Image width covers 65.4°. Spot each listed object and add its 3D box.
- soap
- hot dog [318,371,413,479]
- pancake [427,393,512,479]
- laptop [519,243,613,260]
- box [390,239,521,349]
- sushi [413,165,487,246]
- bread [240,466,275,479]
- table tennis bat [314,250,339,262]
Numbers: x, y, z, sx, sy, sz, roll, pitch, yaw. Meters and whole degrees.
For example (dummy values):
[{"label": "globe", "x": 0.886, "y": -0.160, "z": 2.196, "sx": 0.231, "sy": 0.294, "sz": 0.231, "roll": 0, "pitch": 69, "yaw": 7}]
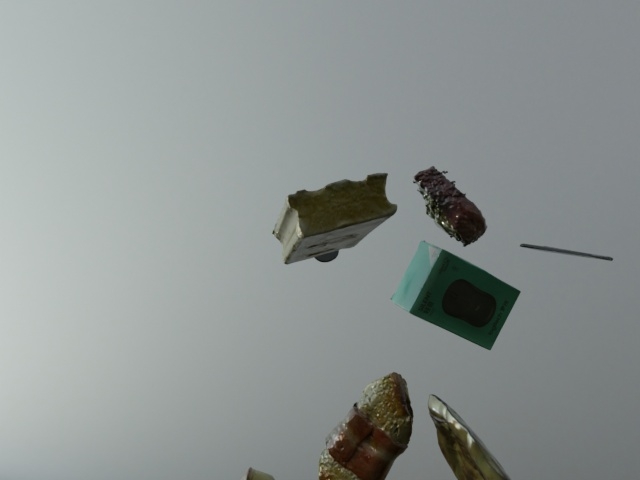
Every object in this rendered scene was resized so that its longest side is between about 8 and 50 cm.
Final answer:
[{"label": "soap", "x": 0.015, "y": -0.034, "z": 1.020, "sx": 0.199, "sy": 0.091, "sz": 0.315, "roll": -13, "pitch": -10, "yaw": -14}, {"label": "hot dog", "x": 0.083, "y": 0.355, "z": 0.874, "sx": 0.123, "sy": 0.261, "sz": 0.093, "roll": 38, "pitch": -1, "yaw": 23}, {"label": "pancake", "x": 0.181, "y": 0.264, "z": 0.531, "sx": 0.211, "sy": 0.029, "sz": 0.235, "roll": 60, "pitch": -8, "yaw": -1}, {"label": "laptop", "x": 0.654, "y": 0.029, "z": 1.335, "sx": 0.135, "sy": 0.016, "sz": 0.197, "roll": 7, "pitch": 3, "yaw": -38}, {"label": "box", "x": 0.388, "y": 0.159, "z": 1.423, "sx": 0.311, "sy": 0.205, "sz": 0.118, "roll": 27, "pitch": -1, "yaw": -18}, {"label": "sushi", "x": 0.362, "y": -0.087, "z": 1.370, "sx": 0.107, "sy": 0.161, "sz": 0.241, "roll": -38, "pitch": -63, "yaw": -3}, {"label": "bread", "x": -0.143, "y": 0.548, "z": 1.045, "sx": 0.086, "sy": 0.125, "sz": 0.156, "roll": 15, "pitch": -59, "yaw": 1}, {"label": "table tennis bat", "x": 0.000, "y": 0.000, "z": 1.555, "sx": 0.087, "sy": 0.156, "sz": 0.013, "roll": -20, "pitch": -28, "yaw": -11}]
